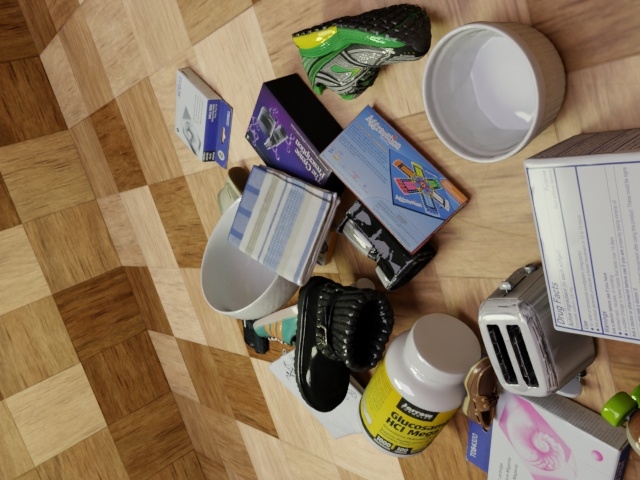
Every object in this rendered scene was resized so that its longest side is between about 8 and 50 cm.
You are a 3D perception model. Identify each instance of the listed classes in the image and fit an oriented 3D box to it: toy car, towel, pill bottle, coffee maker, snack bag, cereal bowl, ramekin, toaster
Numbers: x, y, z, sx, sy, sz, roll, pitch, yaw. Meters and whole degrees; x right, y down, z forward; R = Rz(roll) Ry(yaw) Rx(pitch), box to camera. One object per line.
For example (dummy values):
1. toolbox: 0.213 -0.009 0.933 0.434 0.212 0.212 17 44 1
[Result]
1. toy car: 0.529 0.226 0.852 0.155 0.148 0.188 47 132 41
2. towel: -0.089 -0.042 1.325 0.285 0.034 0.209 27 98 43
3. pill bottle: 0.206 0.306 1.276 0.188 0.187 0.334 46 142 25
4. coffee maker: 0.140 -0.012 1.223 0.178 0.120 0.171 49 142 21
5. pill bottle: 0.087 0.138 1.439 0.065 0.065 0.116 52 144 18
6. snack bag: 0.008 0.424 1.680 0.323 0.037 0.342 46 146 -3
7. cereal bowl: -0.137 0.040 1.483 0.339 0.141 0.339 -24 53 36
8. ramekin: 0.268 -0.232 0.921 0.207 0.109 0.207 30 133 39
9. toaster: 0.362 0.160 1.013 0.129 0.146 0.227 -7 105 55

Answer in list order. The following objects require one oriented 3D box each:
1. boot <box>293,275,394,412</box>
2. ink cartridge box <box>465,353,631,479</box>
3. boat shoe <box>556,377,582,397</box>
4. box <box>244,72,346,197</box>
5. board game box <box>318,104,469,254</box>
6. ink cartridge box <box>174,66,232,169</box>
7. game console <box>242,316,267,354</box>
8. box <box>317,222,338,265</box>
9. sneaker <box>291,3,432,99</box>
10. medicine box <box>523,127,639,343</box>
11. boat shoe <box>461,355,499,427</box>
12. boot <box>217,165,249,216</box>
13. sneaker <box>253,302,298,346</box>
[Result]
1. boot: 0.050 0.257 1.347 0.260 0.131 0.348 15 113 58
2. ink cartridge box: 0.412 0.425 1.186 0.330 0.071 0.324 24 129 42
3. boat shoe: 0.410 0.249 1.101 0.142 0.049 0.040 24 148 46
4. box: -0.044 -0.212 1.362 0.261 0.103 0.184 53 147 17
5. board game box: 0.135 -0.121 1.164 0.145 0.027 0.281 -45 67 10
6. ink cartridge box: -0.340 -0.340 1.722 0.224 0.045 0.223 44 141 27
7. game console: -0.223 0.203 1.918 0.213 0.044 0.361 33 135 40
8. box: 0.000 0.000 1.502 0.081 0.028 0.136 44 143 28
9. sneaker: 0.083 -0.339 1.106 0.343 0.134 0.146 19 133 58
10. medicine box: 0.446 -0.009 0.789 0.289 0.149 0.264 4 114 53
11. boat shoe: 0.309 0.286 1.133 0.060 0.064 0.178 45 152 42
12. boot: -0.216 -0.081 1.697 0.213 0.077 0.165 60 147 10
13. sneaker: -0.094 0.254 1.717 0.302 0.108 0.121 -29 83 55
